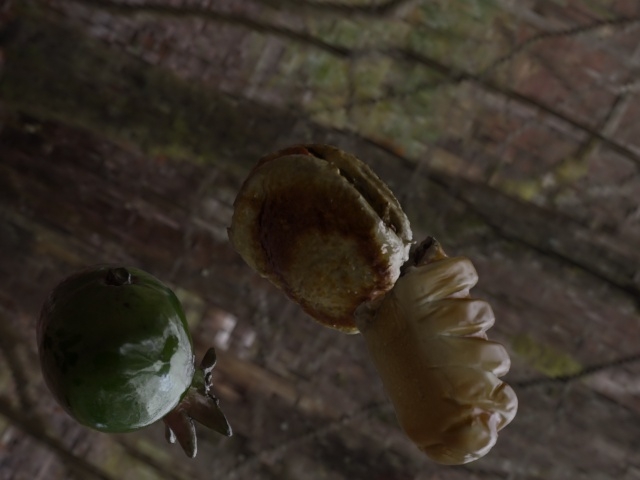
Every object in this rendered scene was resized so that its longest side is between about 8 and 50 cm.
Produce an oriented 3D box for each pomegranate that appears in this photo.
[{"bbox_3d":[-0.152,0.105,1.300,0.131,0.191,0.152,-43,-151,9],"label":"pomegranate"}]

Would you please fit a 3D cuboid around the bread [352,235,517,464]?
[{"bbox_3d":[0.094,0.088,1.211,0.084,0.177,0.119,-13,167,-34],"label":"bread"}]

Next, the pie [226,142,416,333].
[{"bbox_3d":[0.000,0.000,1.560,0.084,0.205,0.179,-29,154,-52],"label":"pie"}]
